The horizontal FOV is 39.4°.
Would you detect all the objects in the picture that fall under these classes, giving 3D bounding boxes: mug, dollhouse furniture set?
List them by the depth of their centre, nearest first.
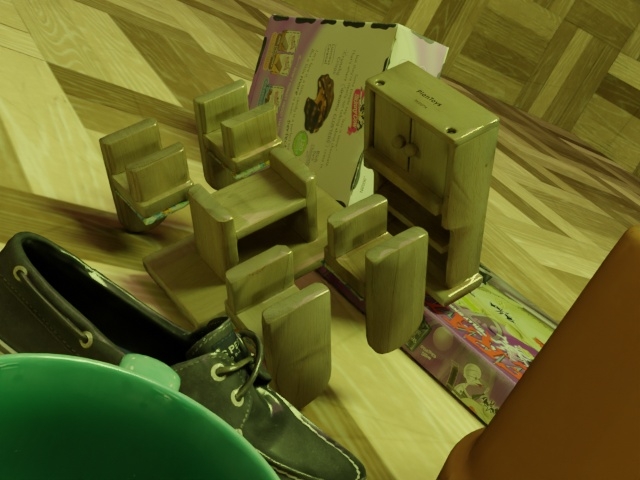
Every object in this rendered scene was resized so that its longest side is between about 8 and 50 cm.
[{"bbox_3d":[-0.075,0.110,0.285,0.129,0.097,0.158,36,19,22],"label":"mug"},{"bbox_3d":[0.000,0.000,0.642,0.242,0.161,0.212,-28,49,-25],"label":"dollhouse furniture set"}]

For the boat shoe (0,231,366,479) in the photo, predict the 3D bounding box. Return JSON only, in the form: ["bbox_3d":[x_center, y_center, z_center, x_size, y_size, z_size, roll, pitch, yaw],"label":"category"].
[{"bbox_3d":[-0.068,0.068,0.446,0.228,0.076,0.080,30,18,4],"label":"boat shoe"}]

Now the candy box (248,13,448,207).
[{"bbox_3d":[0.011,-0.122,0.850,0.070,0.165,0.196,12,6,-40],"label":"candy box"}]

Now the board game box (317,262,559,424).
[{"bbox_3d":[0.148,0.085,0.776,0.208,0.056,0.347,-1,34,-49],"label":"board game box"}]

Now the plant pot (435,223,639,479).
[{"bbox_3d":[0.207,0.119,0.427,0.291,0.203,0.291,16,12,-4],"label":"plant pot"}]
